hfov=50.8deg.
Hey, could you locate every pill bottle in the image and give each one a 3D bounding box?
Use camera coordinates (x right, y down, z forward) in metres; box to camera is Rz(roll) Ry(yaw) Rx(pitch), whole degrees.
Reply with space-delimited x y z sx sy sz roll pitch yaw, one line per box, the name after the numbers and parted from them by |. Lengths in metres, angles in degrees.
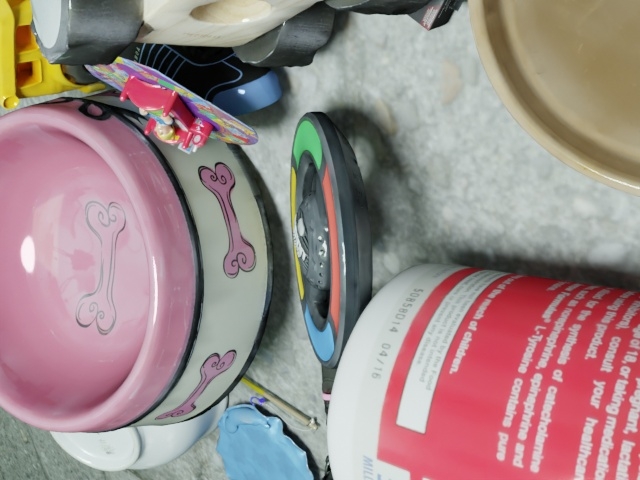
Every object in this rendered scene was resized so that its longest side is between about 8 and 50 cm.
0.224 0.150 0.447 0.407 0.229 0.229 8 120 39 | pill bottle

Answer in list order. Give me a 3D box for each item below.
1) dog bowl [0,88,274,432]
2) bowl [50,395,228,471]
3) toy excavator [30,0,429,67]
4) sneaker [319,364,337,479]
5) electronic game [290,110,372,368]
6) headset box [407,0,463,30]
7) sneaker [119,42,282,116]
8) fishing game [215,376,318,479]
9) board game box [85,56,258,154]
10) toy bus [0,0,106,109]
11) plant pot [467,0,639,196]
-0.260 0.028 0.755 0.407 0.150 0.409 3 96 27 | dog bowl
-0.294 0.230 0.968 0.297 0.134 0.298 8 121 14 | bowl
-0.046 -0.360 0.387 0.432 0.222 0.446 -3 96 56 | toy excavator
0.034 0.237 0.738 0.104 0.146 0.296 0 114 44 | sneaker
0.000 0.000 0.608 0.229 0.048 0.230 176 90 -79 | electronic game
0.076 -0.203 0.502 0.083 0.032 0.062 43 137 15 | headset box
-0.138 -0.186 0.670 0.232 0.081 0.091 18 134 35 | sneaker
-0.079 0.318 0.973 0.189 0.041 0.264 22 121 30 | fishing game
-0.139 -0.110 0.607 0.168 0.033 0.133 27 172 -38 | board game box
-0.334 -0.255 0.710 0.149 0.211 0.220 39 134 19 | toy bus
0.207 -0.145 0.351 0.237 0.110 0.238 22 136 23 | plant pot
